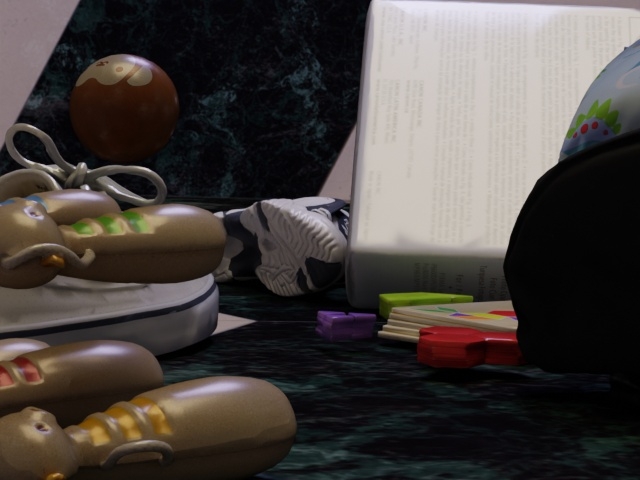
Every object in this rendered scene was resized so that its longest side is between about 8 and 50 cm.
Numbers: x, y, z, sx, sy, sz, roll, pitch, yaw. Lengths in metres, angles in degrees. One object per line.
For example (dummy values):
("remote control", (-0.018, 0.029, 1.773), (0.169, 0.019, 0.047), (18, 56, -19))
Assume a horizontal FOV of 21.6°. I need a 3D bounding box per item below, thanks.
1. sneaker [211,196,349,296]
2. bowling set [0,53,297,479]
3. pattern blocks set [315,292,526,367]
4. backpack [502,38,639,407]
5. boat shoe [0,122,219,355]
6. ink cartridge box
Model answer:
("sneaker", (0.000, 0.000, 1.620), (0.153, 0.094, 0.235), (-11, 0, -30))
("bowling set", (-0.148, 0.011, 0.812), (0.154, 0.200, 0.287), (-3, 2, -39))
("pattern blocks set", (0.151, 0.066, 1.253), (0.325, 0.026, 0.285), (-1, 5, -31))
("backpack", (0.318, -0.059, 1.057), (0.355, 0.273, 0.290), (-13, 5, -41))
("boat shoe", (-0.180, 0.000, 1.124), (0.136, 0.156, 0.367), (4, 5, 27))
("ink cartridge box", (0.223, -0.077, 1.514), (0.385, 0.308, 0.091), (3, -38, 3))
